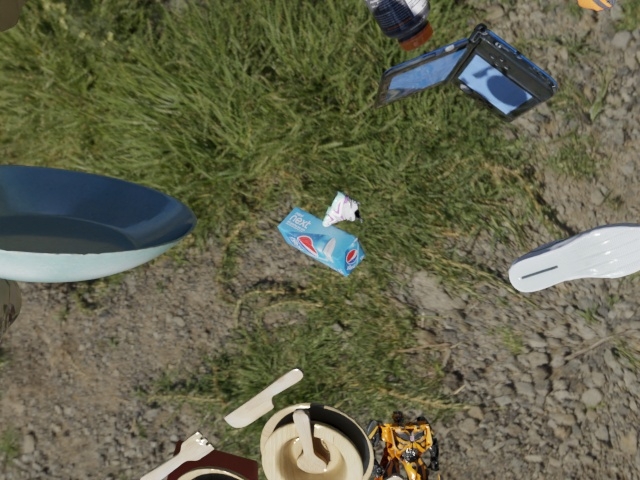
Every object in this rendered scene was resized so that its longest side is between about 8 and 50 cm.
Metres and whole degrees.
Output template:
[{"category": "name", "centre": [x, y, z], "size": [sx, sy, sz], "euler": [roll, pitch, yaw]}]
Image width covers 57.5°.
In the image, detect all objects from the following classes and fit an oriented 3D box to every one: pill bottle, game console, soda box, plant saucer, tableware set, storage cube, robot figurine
[{"category": "pill bottle", "centre": [0.173, -0.569, 1.368], "size": [0.130, 0.246, 0.130], "euler": [-27, 33, 19]}, {"category": "game console", "centre": [0.255, -0.269, 1.099], "size": [0.250, 0.293, 0.173], "euler": [38, 93, 1]}, {"category": "soda box", "centre": [0.000, 0.000, 1.342], "size": [0.210, 0.067, 0.071], "euler": [28, 67, 41]}, {"category": "plant saucer", "centre": [-0.183, -0.010, 0.389], "size": [0.195, 0.195, 0.038], "euler": [21, 109, 27]}, {"category": "tableware set", "centre": [-0.045, 0.193, 0.441], "size": [0.194, 0.039, 0.128], "euler": [-39, 98, 21]}, {"category": "storage cube", "centre": [-0.238, 0.554, 1.187], "size": [0.214, 0.193, 0.184], "euler": [18, 95, -9]}, {"category": "robot figurine", "centre": [0.197, 0.534, 1.314], "size": [0.085, 0.211, 0.291], "euler": [146, 124, -59]}]

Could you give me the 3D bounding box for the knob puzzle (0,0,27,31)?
[{"category": "knob puzzle", "centre": [-0.261, -0.225, 0.396], "size": [0.030, 0.213, 0.213], "euler": [25, 93, 10]}]

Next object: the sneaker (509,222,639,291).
[{"category": "sneaker", "centre": [0.464, 0.020, 1.036], "size": [0.258, 0.091, 0.094], "euler": [-16, 101, 34]}]

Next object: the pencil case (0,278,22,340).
[{"category": "pencil case", "centre": [-0.545, 0.158, 0.848], "size": [0.410, 0.159, 0.184], "euler": [-135, 54, -63]}]

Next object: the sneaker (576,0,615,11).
[{"category": "sneaker", "centre": [0.624, -0.614, 1.241], "size": [0.180, 0.321, 0.124], "euler": [45, 86, -2]}]

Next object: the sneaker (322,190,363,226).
[{"category": "sneaker", "centre": [0.046, -0.046, 1.082], "size": [0.069, 0.098, 0.038], "euler": [22, 58, -6]}]
